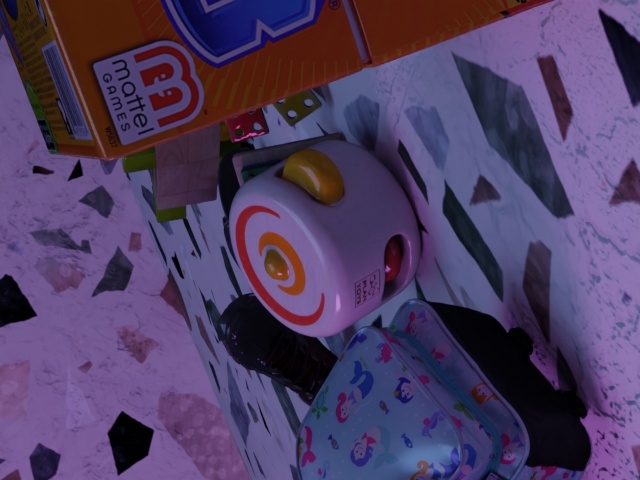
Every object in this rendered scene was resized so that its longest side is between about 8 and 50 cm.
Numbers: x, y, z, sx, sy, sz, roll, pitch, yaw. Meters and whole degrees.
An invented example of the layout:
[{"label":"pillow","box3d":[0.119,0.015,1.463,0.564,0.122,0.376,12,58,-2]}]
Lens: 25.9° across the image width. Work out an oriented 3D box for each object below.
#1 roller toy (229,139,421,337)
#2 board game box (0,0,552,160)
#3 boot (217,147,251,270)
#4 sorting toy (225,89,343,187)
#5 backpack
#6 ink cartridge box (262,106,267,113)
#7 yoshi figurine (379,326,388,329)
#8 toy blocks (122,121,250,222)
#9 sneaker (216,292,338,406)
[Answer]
[{"label":"roller toy","box3d":[0.000,0.000,1.507,0.191,0.146,0.209,61,148,-2]},{"label":"board game box","box3d":[-0.077,-0.285,1.018,0.356,0.356,0.356,-165,55,-73]},{"label":"boot","box3d":[-0.110,-0.019,2.099,0.262,0.091,0.229,69,166,-13]},{"label":"sorting toy","box3d":[-0.028,-0.055,1.635,0.046,0.132,0.274,-79,-23,-64]},{"label":"backpack","box3d":[0.092,0.207,1.268,0.225,0.191,0.253,53,124,42]},{"label":"ink cartridge box","box3d":[-0.069,-0.266,1.629,0.209,0.062,0.109,82,161,-44]},{"label":"yoshi figurine","box3d":[0.089,0.285,1.574,0.203,0.204,0.362,-24,55,51]},{"label":"toy blocks","box3d":[-0.227,-0.230,2.117,0.381,0.191,0.260,101,156,-64]},{"label":"sneaker","box3d":[-0.006,0.173,1.884,0.162,0.106,0.281,29,174,47]}]
